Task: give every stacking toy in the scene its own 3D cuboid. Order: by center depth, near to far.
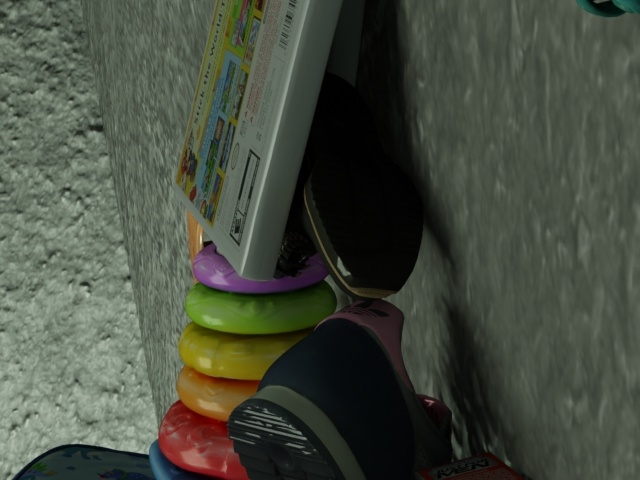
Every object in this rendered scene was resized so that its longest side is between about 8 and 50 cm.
[{"bbox_3d":[-0.045,0.050,1.125,0.166,0.175,0.302,-141,48,-70],"label":"stacking toy"}]

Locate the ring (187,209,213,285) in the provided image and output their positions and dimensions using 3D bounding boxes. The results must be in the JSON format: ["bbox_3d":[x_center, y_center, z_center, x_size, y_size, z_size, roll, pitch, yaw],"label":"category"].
[{"bbox_3d":[-0.103,0.085,1.690,0.336,0.032,0.337,170,90,-77],"label":"ring"}]

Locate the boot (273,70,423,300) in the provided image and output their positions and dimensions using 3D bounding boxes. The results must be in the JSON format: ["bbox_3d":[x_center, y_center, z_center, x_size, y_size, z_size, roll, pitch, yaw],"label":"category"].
[{"bbox_3d":[0.000,0.000,0.965,0.198,0.076,0.137,-102,30,-48],"label":"boot"}]

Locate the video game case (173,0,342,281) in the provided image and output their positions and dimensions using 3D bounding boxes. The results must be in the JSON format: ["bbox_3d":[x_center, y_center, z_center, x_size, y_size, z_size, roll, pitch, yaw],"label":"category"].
[{"bbox_3d":[-0.042,-0.111,0.982,0.206,0.026,0.227,-135,57,-65],"label":"video game case"}]

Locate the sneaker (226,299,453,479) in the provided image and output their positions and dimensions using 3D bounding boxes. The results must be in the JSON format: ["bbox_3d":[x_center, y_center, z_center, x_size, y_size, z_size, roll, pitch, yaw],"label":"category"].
[{"bbox_3d":[0.056,0.176,0.946,0.112,0.131,0.319,14,141,37],"label":"sneaker"}]

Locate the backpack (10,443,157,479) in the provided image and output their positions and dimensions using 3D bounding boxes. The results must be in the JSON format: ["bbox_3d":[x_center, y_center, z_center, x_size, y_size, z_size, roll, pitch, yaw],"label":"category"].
[{"bbox_3d":[-0.214,0.343,1.364,0.355,0.290,0.273,-32,-53,-87],"label":"backpack"}]

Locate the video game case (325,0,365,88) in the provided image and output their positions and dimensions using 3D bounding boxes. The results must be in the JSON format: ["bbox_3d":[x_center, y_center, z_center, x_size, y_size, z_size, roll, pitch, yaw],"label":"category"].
[{"bbox_3d":[-0.011,-0.172,1.070,0.201,0.023,0.183,97,159,-53],"label":"video game case"}]

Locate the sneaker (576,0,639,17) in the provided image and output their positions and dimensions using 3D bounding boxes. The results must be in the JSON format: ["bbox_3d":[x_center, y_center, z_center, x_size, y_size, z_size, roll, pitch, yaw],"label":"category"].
[{"bbox_3d":[0.086,-0.130,0.511,0.275,0.107,0.110,-141,33,-72],"label":"sneaker"}]

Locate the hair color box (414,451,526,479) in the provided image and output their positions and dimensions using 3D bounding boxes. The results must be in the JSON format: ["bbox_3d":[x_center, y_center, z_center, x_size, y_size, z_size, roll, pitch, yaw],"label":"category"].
[{"bbox_3d":[0.104,0.184,0.796,0.167,0.053,0.093,-149,49,-75],"label":"hair color box"}]
